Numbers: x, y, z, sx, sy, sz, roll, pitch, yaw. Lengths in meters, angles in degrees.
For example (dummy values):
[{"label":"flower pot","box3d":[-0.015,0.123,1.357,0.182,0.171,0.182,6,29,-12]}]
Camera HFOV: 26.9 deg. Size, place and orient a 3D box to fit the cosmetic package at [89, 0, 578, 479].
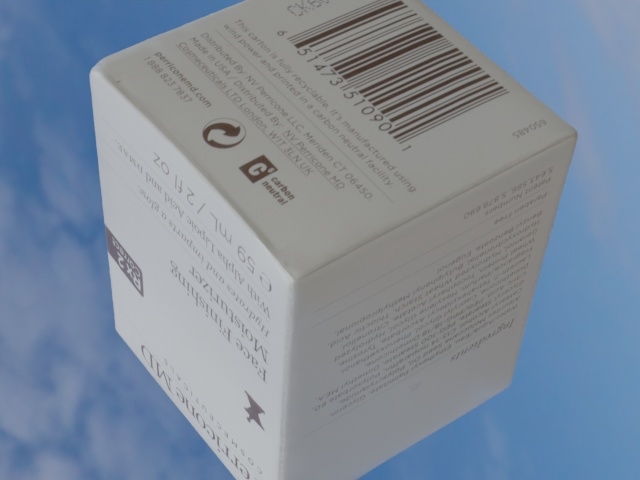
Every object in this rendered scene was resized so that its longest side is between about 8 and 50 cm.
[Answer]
[{"label":"cosmetic package","box3d":[0.000,0.000,0.621,0.151,0.151,0.184,46,149,32]}]
